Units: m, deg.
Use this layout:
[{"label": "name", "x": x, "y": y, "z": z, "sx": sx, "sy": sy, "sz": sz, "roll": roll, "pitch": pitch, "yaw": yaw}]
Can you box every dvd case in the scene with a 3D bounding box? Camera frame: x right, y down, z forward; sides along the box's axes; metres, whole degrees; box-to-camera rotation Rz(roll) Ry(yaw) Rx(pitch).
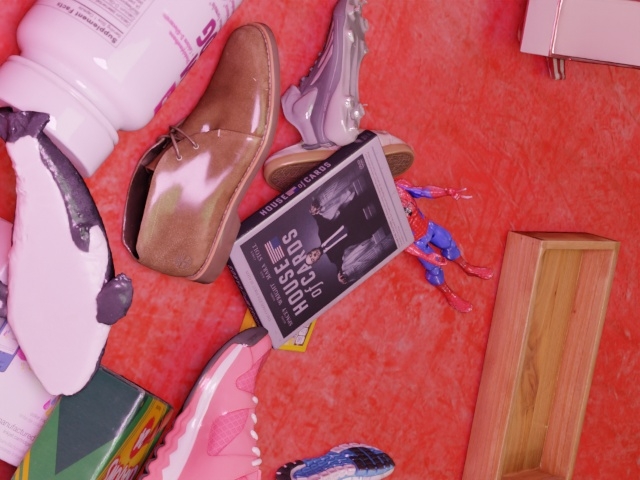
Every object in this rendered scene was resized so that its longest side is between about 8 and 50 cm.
[{"label": "dvd case", "x": 0.000, "y": 0.000, "z": 1.523, "sx": 0.238, "sy": 0.029, "sz": 0.179, "roll": -38, "pitch": 131, "yaw": -19}]

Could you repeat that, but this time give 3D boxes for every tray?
[{"label": "tray", "x": 0.342, "y": 0.192, "z": 1.938, "sx": 0.202, "sy": 0.076, "sz": 0.411, "roll": 0, "pitch": 104, "yaw": -43}]

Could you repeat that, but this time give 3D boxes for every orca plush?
[{"label": "orca plush", "x": -0.263, "y": 0.003, "z": 1.214, "sx": 0.151, "sy": 0.102, "sz": 0.287, "roll": -17, "pitch": 107, "yaw": 11}]

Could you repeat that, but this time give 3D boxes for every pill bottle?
[{"label": "pill bottle", "x": -0.201, "y": -0.213, "z": 1.246, "sx": 0.283, "sy": 0.160, "sz": 0.160, "roll": -55, "pitch": 132, "yaw": -14}]

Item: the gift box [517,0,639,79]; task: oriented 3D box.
[{"label": "gift box", "x": 0.423, "y": -0.341, "z": 1.723, "sx": 0.276, "sy": 0.258, "sz": 0.255, "roll": 1, "pitch": 101, "yaw": -63}]

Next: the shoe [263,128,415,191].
[{"label": "shoe", "x": 0.017, "y": -0.104, "z": 1.560, "sx": 0.219, "sy": 0.058, "sz": 0.076, "roll": -7, "pitch": 146, "yaw": -34}]

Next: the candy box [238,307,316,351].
[{"label": "candy box", "x": -0.029, "y": 0.040, "z": 1.564, "sx": 0.105, "sy": 0.027, "sz": 0.206, "roll": 11, "pitch": 103, "yaw": -42}]

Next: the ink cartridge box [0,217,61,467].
[{"label": "ink cartridge box", "x": -0.325, "y": 0.104, "z": 1.281, "sx": 0.154, "sy": 0.093, "sz": 0.212, "roll": 42, "pitch": 72, "yaw": -41}]

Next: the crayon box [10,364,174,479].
[{"label": "crayon box", "x": -0.280, "y": 0.290, "z": 1.322, "sx": 0.319, "sy": 0.081, "sz": 0.202, "roll": -60, "pitch": 172, "yaw": -9}]

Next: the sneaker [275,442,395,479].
[{"label": "sneaker", "x": 0.018, "y": 0.335, "z": 1.696, "sx": 0.190, "sy": 0.071, "sz": 0.083, "roll": -8, "pitch": 115, "yaw": -32}]

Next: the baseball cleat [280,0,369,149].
[{"label": "baseball cleat", "x": 0.003, "y": -0.206, "z": 1.500, "sx": 0.072, "sy": 0.109, "sz": 0.206, "roll": 48, "pitch": 40, "yaw": -52}]

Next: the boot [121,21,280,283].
[{"label": "boot", "x": -0.132, "y": -0.105, "z": 1.390, "sx": 0.115, "sy": 0.112, "sz": 0.305, "roll": 15, "pitch": 95, "yaw": -34}]

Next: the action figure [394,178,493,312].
[{"label": "action figure", "x": 0.168, "y": 0.004, "z": 1.678, "sx": 0.280, "sy": 0.139, "sz": 0.091, "roll": 43, "pitch": 73, "yaw": -39}]

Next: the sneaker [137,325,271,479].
[{"label": "sneaker", "x": -0.117, "y": 0.249, "z": 1.447, "sx": 0.136, "sy": 0.116, "sz": 0.314, "roll": 30, "pitch": 64, "yaw": -2}]
